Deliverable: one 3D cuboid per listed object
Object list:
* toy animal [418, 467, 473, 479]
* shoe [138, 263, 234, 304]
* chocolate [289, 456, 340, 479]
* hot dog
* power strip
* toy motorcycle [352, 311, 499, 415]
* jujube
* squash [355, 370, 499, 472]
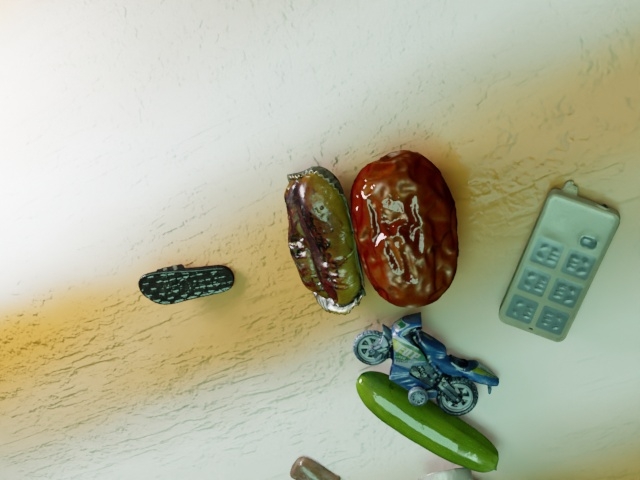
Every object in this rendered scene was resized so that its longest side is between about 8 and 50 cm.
[{"bbox_3d":[0.262,0.526,1.550,0.103,0.131,0.221,-21,65,8],"label":"toy animal"},{"bbox_3d":[-0.250,0.074,1.616,0.179,0.049,0.071,-8,115,1],"label":"shoe"},{"bbox_3d":[-0.014,0.477,1.706,0.100,0.031,0.065,32,122,2],"label":"chocolate"},{"bbox_3d":[0.000,0.000,1.455,0.162,0.081,0.271,21,130,53],"label":"hot dog"},{"bbox_3d":[0.384,0.040,1.390,0.117,0.046,0.271,21,115,9],"label":"power strip"},{"bbox_3d":[0.187,0.209,1.501,0.254,0.092,0.136,31,108,-6],"label":"toy motorcycle"},{"bbox_3d":[0.138,-0.018,1.376,0.174,0.174,0.251,-8,102,21],"label":"jujube"},{"bbox_3d":[0.189,0.329,1.549,0.292,0.082,0.082,32,117,3],"label":"squash"}]
